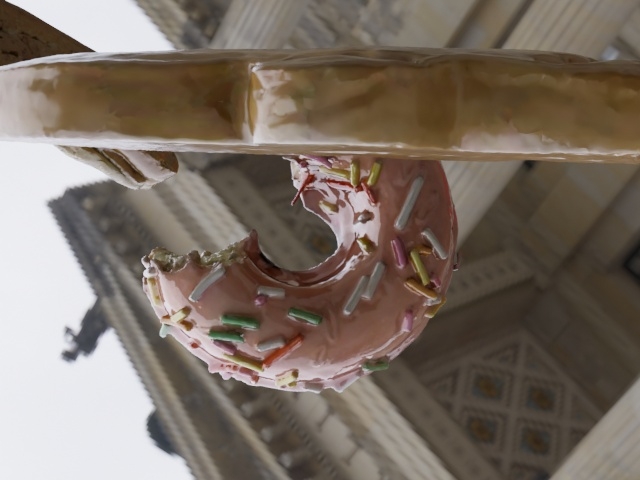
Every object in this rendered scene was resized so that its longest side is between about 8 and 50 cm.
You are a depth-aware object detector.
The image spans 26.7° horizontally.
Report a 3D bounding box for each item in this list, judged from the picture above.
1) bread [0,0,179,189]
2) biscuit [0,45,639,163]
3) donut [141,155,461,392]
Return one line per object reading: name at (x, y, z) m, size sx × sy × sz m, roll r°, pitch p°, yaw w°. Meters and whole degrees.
bread at (-0.257, -0.150, 1.352) m, size 0.271 × 0.077 × 0.139 m, roll 25°, pitch -137°, yaw -44°
biscuit at (0.008, -0.066, 0.653) m, size 0.355 × 0.052 × 0.275 m, roll 4°, pitch -177°, yaw 20°
donut at (0.000, 0.000, 0.931) m, size 0.199 × 0.233 × 0.085 m, roll 30°, pitch 174°, yaw -3°
